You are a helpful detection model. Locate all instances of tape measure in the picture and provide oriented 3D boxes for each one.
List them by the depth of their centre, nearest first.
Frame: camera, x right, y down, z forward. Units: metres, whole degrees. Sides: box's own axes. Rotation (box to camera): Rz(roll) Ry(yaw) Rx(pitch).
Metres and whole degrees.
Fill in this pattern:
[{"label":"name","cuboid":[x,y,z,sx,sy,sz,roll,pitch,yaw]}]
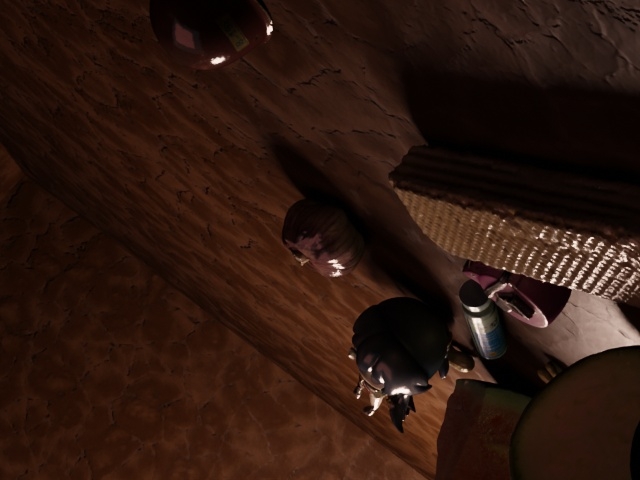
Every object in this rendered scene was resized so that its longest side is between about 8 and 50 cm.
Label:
[{"label":"tape measure","cuboid":[0.251,0.055,1.431,0.118,0.074,0.125,41,168,-12]}]

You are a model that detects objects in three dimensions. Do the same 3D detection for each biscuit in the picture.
[{"label":"biscuit","cuboid":[0.242,-0.019,1.216,0.426,0.078,0.144,18,154,54]}]

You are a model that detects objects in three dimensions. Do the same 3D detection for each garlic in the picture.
[{"label":"garlic","cuboid":[0.000,0.000,1.843,0.147,0.102,0.159,41,167,-15]}]

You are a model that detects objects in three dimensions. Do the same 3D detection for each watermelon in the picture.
[{"label":"watermelon","cuboid":[0.332,0.376,1.928,0.283,0.293,0.250,45,136,-19]}]

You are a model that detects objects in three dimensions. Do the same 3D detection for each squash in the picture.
[{"label":"squash","cuboid":[0.453,0.346,1.441,0.384,0.263,0.263,46,165,-24]}]

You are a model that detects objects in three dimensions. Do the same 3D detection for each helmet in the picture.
[{"label":"helmet","cuboid":[-0.150,-0.272,1.372,0.155,0.106,0.175,31,160,29]}]

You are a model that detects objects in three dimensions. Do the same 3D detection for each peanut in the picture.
[{"label":"peanut","cuboid":[0.240,0.208,2.029,0.083,0.037,0.037,35,166,34]}]

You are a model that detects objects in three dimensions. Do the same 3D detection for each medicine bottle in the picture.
[{"label":"medicine bottle","cuboid":[0.245,0.120,1.704,0.051,0.051,0.191,31,164,28]}]

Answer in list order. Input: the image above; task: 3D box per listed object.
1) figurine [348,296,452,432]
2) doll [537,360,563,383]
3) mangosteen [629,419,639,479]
[{"label":"figurine","cuboid":[0.129,0.201,1.951,0.175,0.197,0.265,37,169,10]},{"label":"doll","cuboid":[0.371,0.229,1.724,0.093,0.051,0.061,38,138,-6]},{"label":"mangosteen","cuboid":[0.465,0.239,1.124,0.275,0.302,0.275,54,-157,-36]}]
